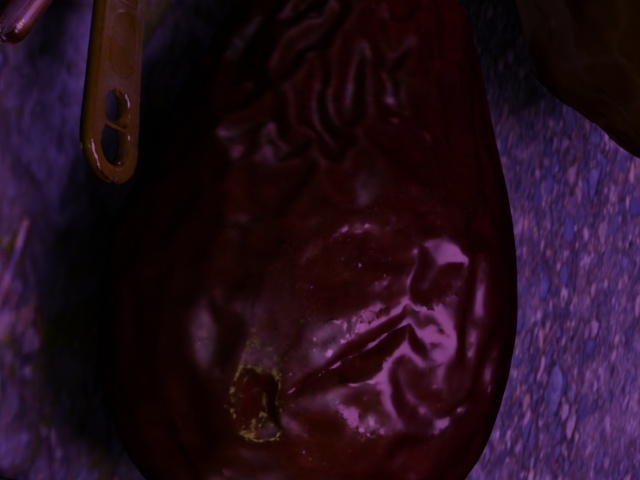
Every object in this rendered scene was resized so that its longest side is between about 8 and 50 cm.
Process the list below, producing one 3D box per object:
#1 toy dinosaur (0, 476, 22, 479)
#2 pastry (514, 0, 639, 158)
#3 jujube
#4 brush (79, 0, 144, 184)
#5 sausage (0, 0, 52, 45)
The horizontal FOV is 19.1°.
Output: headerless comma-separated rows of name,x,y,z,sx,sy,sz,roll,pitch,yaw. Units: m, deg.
toy dinosaur,-0.022,0.222,0.933,0.447,0.301,0.087,39,66,-22
pastry,0.288,-0.177,1.031,0.313,0.388,0.388,-106,175,-46
jujube,0.000,0.000,0.809,0.190,0.190,0.255,49,39,-54
brush,-0.075,-0.129,0.742,0.082,0.010,0.218,24,66,-59
sausage,-0.100,-0.111,0.736,0.100,0.015,0.015,-61,145,-30
